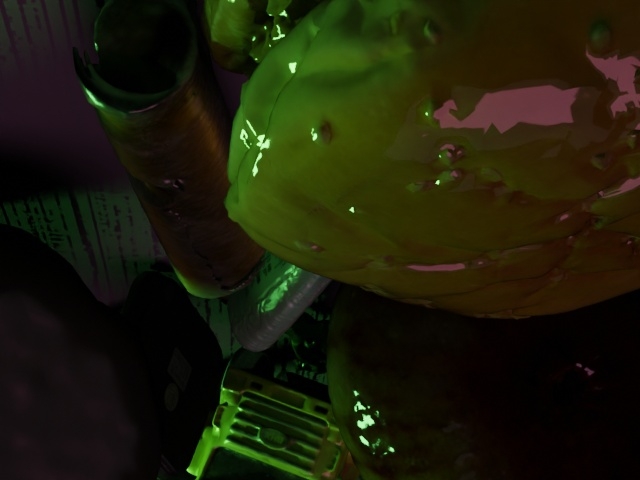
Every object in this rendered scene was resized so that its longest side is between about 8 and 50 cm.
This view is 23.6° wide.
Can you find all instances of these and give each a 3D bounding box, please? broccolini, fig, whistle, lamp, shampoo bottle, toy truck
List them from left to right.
[{"bbox_3d":[-0.226,0.084,1.011,0.283,0.124,0.203,-12,140,12],"label":"lamp"},{"bbox_3d":[-0.066,-0.035,0.799,0.068,0.057,0.326,-34,163,-7],"label":"whistle"},{"bbox_3d":[-0.023,0.066,1.111,0.071,0.057,0.254,-50,155,6],"label":"broccolini"},{"bbox_3d":[-0.011,0.184,1.164,0.124,0.157,0.272,18,171,15],"label":"toy truck"},{"bbox_3d":[0.000,0.000,0.932,0.041,0.069,0.191,22,143,-19],"label":"shampoo bottle"},{"bbox_3d":[0.116,0.081,0.981,0.235,0.235,0.214,-7,163,-10],"label":"fig"}]

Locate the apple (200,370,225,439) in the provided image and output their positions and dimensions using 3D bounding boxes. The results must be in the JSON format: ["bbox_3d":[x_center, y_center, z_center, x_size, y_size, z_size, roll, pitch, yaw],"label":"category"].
[{"bbox_3d":[-0.090,0.149,1.245,0.090,0.089,0.074,-5,122,-17],"label":"apple"}]

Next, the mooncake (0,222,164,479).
[{"bbox_3d":[-0.230,0.112,0.844,0.283,0.283,0.141,1,-160,-30],"label":"mooncake"}]

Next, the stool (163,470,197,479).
[{"bbox_3d":[-0.029,0.342,1.410,0.310,0.310,0.226,3,113,-38],"label":"stool"}]

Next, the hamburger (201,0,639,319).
[{"bbox_3d":[0.104,-0.075,0.641,0.319,0.158,0.318,-11,160,-4],"label":"hamburger"}]
